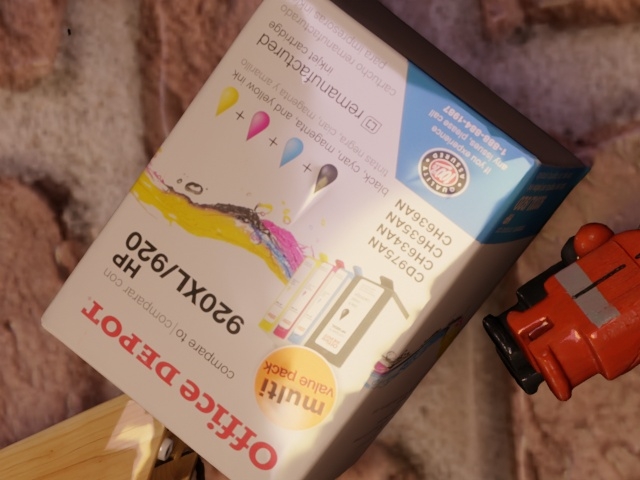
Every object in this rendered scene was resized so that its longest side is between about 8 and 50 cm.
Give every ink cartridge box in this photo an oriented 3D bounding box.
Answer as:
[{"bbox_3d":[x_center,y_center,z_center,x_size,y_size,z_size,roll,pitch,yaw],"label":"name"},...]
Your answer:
[{"bbox_3d":[0.000,0.000,1.058,0.171,0.168,0.232,39,102,11],"label":"ink cartridge box"}]

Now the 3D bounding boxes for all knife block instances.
[{"bbox_3d":[-0.220,0.174,1.166,0.242,0.088,0.275,21,98,14],"label":"knife block"}]

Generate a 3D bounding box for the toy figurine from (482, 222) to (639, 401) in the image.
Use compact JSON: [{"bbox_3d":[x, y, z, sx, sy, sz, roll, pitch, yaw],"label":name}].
[{"bbox_3d":[0.197,0.077,0.988,0.148,0.213,0.209,-32,86,-2],"label":"toy figurine"}]
